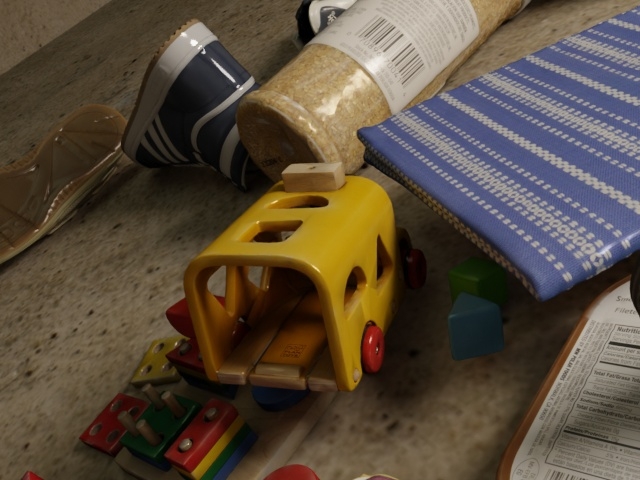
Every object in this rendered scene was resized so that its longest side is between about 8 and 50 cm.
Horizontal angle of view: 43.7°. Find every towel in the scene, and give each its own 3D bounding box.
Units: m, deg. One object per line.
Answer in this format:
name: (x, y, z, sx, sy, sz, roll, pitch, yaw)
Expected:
towel: (0.214, -0.086, 0.508, 0.336, 0.040, 0.243, -25, 30, -9)

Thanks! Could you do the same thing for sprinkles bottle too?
sprinkles bottle: (0.077, -0.190, 0.762, 0.355, 0.121, 0.121, -46, 32, -23)

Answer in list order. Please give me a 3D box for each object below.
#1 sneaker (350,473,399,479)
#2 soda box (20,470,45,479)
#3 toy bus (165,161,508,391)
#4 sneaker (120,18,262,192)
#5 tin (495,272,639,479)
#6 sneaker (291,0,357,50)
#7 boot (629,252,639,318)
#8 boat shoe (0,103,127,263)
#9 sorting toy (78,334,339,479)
sneaker: (0.012, 0.184, 0.314, 0.084, 0.069, 0.185, -2, 49, 45)
soda box: (-0.107, 0.187, 0.322, 0.092, 0.083, 0.263, -55, 19, -12)
toy bus: (0.001, 0.005, 0.498, 0.191, 0.104, 0.202, -19, 25, -19)
sneaker: (-0.126, -0.110, 0.881, 0.099, 0.153, 0.282, -50, 4, -25)
tin: (0.153, 0.081, 0.366, 0.106, 0.040, 0.189, 7, 47, 43)
sneaker: (0.055, -0.286, 0.961, 0.235, 0.094, 0.153, -3, 42, 42)
boot: (0.246, 0.057, 0.229, 0.263, 0.091, 0.229, -6, 37, 11)
boat shoe: (-0.362, -0.049, 1.004, 0.302, 0.109, 0.098, -46, -8, -23)
sorting toy: (-0.072, 0.103, 0.534, 0.275, 0.046, 0.132, 5, 46, 48)
